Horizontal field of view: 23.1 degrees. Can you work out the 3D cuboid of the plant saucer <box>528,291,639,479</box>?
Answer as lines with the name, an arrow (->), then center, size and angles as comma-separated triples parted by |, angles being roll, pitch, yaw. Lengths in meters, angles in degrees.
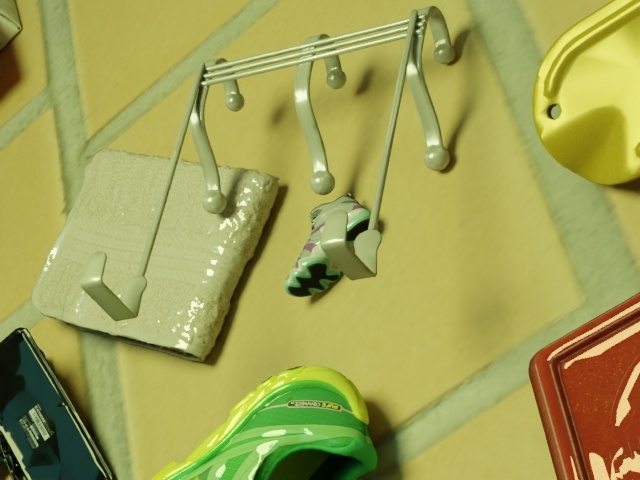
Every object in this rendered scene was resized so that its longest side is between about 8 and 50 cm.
plant saucer -> 0.251, 0.116, 0.994 | 0.258, 0.048, 0.259 | -33, 46, 26

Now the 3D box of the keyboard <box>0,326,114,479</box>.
keyboard -> -0.261, 0.181, 1.454 | 0.100, 0.038, 0.192 | -39, 63, 10

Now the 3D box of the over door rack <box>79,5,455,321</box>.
over door rack -> -0.028, -0.053, 1.288 | 0.240, 0.108, 0.324 | -11, 36, 28

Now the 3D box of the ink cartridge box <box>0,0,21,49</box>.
ink cartridge box -> -0.476, -0.186, 1.919 | 0.275, 0.060, 0.239 | -41, 43, 18

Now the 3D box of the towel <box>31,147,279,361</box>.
towel -> -0.166, 0.006, 1.487 | 0.282, 0.049, 0.187 | 8, 72, 47

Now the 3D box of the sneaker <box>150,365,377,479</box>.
sneaker -> -0.073, 0.224, 1.200 | 0.295, 0.109, 0.123 | -48, 36, 9

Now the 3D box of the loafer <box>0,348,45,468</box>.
loafer -> -0.315, 0.179, 1.526 | 0.170, 0.062, 0.061 | -54, 0, 4

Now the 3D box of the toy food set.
toy food set -> 0.262, -0.123, 1.135 | 0.218, 0.071, 0.128 | -30, 70, 31

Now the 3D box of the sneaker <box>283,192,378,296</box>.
sneaker -> 0.000, 0.000, 1.335 | 0.098, 0.038, 0.069 | -41, 40, 4
